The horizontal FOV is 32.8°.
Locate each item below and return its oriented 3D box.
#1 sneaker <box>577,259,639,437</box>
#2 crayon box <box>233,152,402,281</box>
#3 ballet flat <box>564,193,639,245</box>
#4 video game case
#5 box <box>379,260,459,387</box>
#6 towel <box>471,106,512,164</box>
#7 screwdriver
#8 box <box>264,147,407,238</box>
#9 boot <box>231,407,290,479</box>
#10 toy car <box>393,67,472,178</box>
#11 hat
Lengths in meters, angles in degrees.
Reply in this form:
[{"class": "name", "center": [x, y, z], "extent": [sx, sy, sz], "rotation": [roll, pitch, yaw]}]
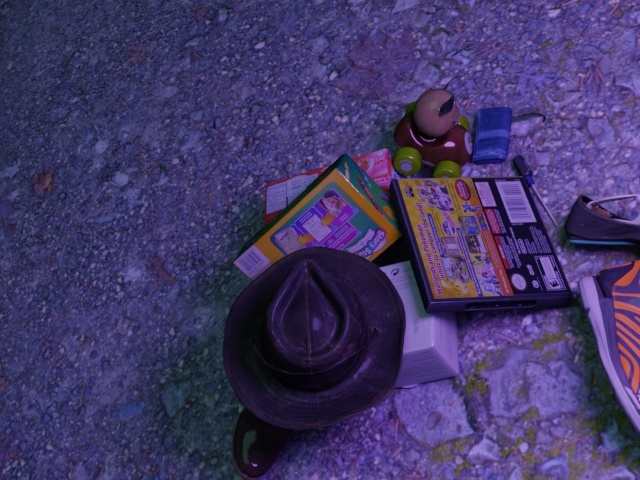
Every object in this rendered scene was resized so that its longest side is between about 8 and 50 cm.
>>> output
[{"class": "sneaker", "center": [0.506, 0.148, 1.609], "extent": [0.180, 0.124, 0.321], "rotation": [-23, 50, 17]}, {"class": "crayon box", "center": [0.000, 0.000, 1.923], "extent": [0.278, 0.165, 0.081], "rotation": [-41, 10, 25]}, {"class": "ballet flat", "center": [0.520, -0.023, 1.728], "extent": [0.280, 0.095, 0.096], "rotation": [12, 96, 35]}, {"class": "video game case", "center": [0.264, 0.001, 1.825], "extent": [0.248, 0.035, 0.275], "rotation": [-2, 50, -14]}, {"class": "box", "center": [0.129, 0.143, 1.838], "extent": [0.181, 0.119, 0.182], "rotation": [-14, 52, 22]}, {"class": "towel", "center": [0.320, -0.197, 2.023], "extent": [0.067, 0.029, 0.119], "rotation": [-4, 57, 27]}, {"class": "screwdriver", "center": [0.379, -0.090, 1.917], "extent": [0.024, 0.025, 0.170], "rotation": [-30, 48, 10]}, {"class": "box", "center": [0.034, -0.058, 2.031], "extent": [0.257, 0.122, 0.128], "rotation": [-16, 54, 20]}, {"class": "boot", "center": [-0.063, 0.267, 1.817], "extent": [0.207, 0.090, 0.248], "rotation": [-49, 16, 59]}, {"class": "toy car", "center": [0.223, -0.219, 1.961], "extent": [0.149, 0.188, 0.155], "rotation": [18, 51, -4]}, {"class": "hat", "center": [-0.019, 0.124, 1.718], "extent": [0.331, 0.134, 0.331], "rotation": [-5, 56, 8]}]
